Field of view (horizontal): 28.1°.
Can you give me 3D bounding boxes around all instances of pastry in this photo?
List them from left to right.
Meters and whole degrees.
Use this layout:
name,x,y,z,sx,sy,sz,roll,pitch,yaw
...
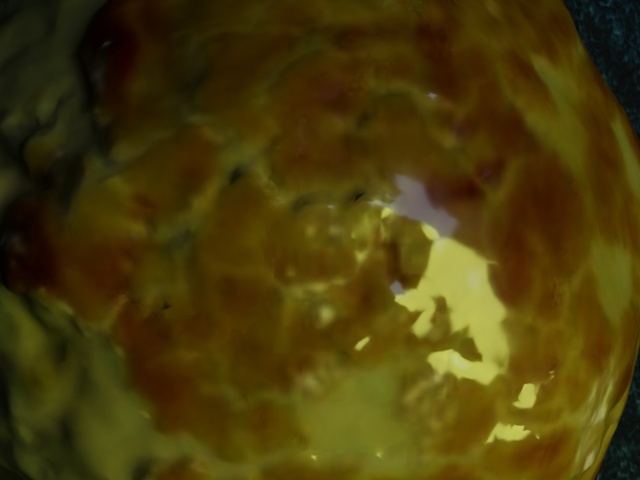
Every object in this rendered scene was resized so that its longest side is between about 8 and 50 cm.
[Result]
name,x,y,z,sx,sy,sz,roll,pitch,yaw
pastry,0.000,0.000,0.632,0.388,0.312,0.389,12,74,-46
